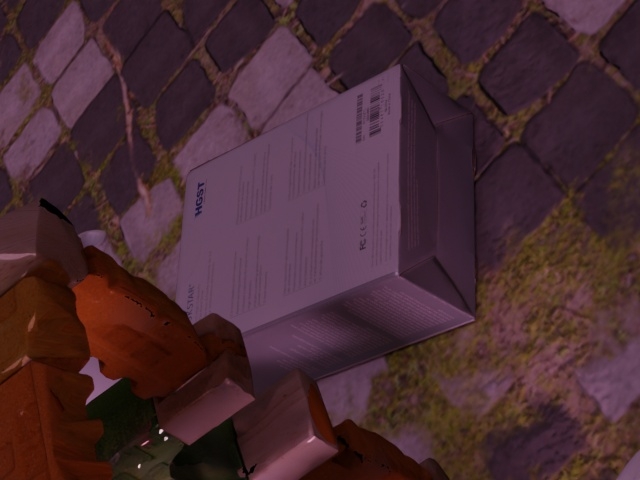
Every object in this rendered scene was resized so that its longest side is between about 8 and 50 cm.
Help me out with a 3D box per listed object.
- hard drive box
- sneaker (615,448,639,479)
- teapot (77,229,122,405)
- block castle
[{"bbox_3d":[0.000,0.000,1.263,0.232,0.089,0.181,-23,51,37],"label":"hard drive box"},{"bbox_3d":[0.251,0.139,0.905,0.217,0.079,0.121,-42,40,19],"label":"sneaker"},{"bbox_3d":[-0.216,0.161,1.324,0.252,0.187,0.256,-25,51,37],"label":"teapot"},{"bbox_3d":[-0.078,0.216,0.932,0.213,0.453,0.303,-36,45,17],"label":"block castle"}]
